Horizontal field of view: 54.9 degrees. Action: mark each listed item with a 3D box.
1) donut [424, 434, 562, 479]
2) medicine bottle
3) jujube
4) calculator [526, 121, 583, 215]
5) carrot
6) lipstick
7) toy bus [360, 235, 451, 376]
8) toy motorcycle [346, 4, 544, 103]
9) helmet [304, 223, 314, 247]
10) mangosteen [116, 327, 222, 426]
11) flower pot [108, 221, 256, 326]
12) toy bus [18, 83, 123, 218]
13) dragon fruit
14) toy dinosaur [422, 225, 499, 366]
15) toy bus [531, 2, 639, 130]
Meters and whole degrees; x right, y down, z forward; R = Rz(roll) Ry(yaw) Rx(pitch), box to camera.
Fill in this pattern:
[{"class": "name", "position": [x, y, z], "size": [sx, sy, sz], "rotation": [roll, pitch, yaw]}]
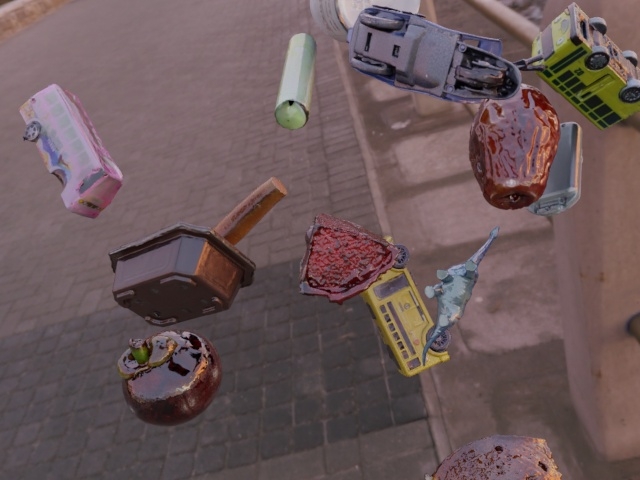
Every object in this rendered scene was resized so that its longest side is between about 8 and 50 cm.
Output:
[{"class": "donut", "position": [0.298, 0.414, 1.057], "size": [0.186, 0.144, 0.126], "rotation": [9, 27, -17]}, {"class": "medicine bottle", "position": [0.089, -0.550, 1.415], "size": [0.190, 0.190, 0.332], "rotation": [-21, 21, -3]}, {"class": "jujube", "position": [0.420, -0.208, 1.337], "size": [0.197, 0.197, 0.290], "rotation": [-4, 60, 24]}, {"class": "calculator", "position": [0.551, -0.174, 1.462], "size": [0.141, 0.045, 0.246], "rotation": [-17, 57, 51]}, {"class": "carrot", "position": [-0.175, -0.057, 1.439], "size": [0.225, 0.067, 0.067], "rotation": [-42, 27, 16]}, {"class": "lipstick", "position": [-0.050, -0.355, 1.355], "size": [0.076, 0.076, 0.304], "rotation": [-11, 44, 15]}, {"class": "toy bus", "position": [0.191, 0.160, 1.525], "size": [0.151, 0.331, 0.145], "rotation": [-26, -3, -5]}, {"class": "toy motorcycle", "position": [0.204, -0.316, 1.060], "size": [0.212, 0.125, 0.358], "rotation": [-14, 36, -44]}, {"class": "helmet", "position": [0.000, 0.000, 1.575], "size": [0.070, 0.098, 0.123], "rotation": [-10, 46, -48]}, {"class": "mangosteen", "position": [-0.316, 0.279, 1.312], "size": [0.216, 0.216, 0.216], "rotation": [-14, 31, 9]}, {"class": "flower pot", "position": [-0.241, 0.073, 1.024], "size": [0.251, 0.179, 0.084], "rotation": [-18, 46, 33]}, {"class": "toy bus", "position": [-0.494, -0.179, 1.219], "size": [0.112, 0.090, 0.274], "rotation": [-38, 70, 10]}, {"class": "dragon fruit", "position": [0.045, 0.032, 1.023], "size": [0.161, 0.120, 0.127], "rotation": [14, 15, 5]}, {"class": "toy dinosaur", "position": [0.262, 0.100, 1.218], "size": [0.076, 0.144, 0.329], "rotation": [27, 89, 28]}, {"class": "toy bus", "position": [0.584, -0.372, 1.344], "size": [0.150, 0.262, 0.128], "rotation": [-33, 35, 46]}]
